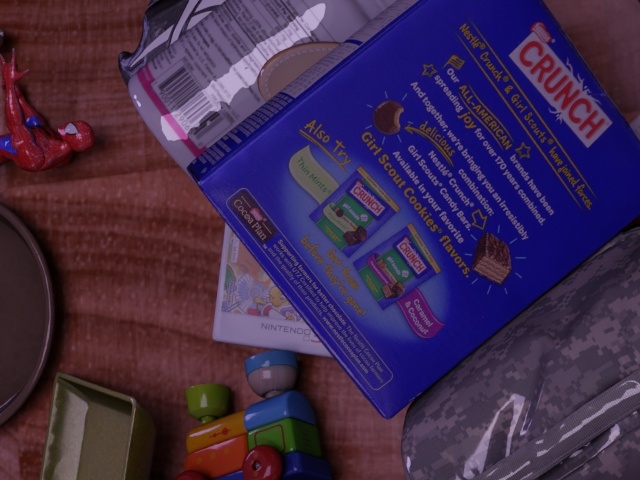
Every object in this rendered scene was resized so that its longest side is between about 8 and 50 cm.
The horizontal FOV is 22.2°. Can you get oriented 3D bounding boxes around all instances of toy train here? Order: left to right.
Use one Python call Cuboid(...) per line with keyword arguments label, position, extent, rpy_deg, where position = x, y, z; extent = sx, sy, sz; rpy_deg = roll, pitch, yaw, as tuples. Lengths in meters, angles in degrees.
Cuboid(label="toy train", position=(-0.112, 0.208, 1.613), extent=(0.248, 0.105, 0.143), rpy_deg=(-22, 62, 27))

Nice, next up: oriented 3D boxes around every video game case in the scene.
Cuboid(label="video game case", position=(0.000, 0.000, 1.608), extent=(0.206, 0.026, 0.227), rpy_deg=(6, 89, 23))

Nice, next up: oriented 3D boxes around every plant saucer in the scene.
Cuboid(label="plant saucer", position=(-0.400, 0.082, 1.764), extent=(0.277, 0.041, 0.278), rpy_deg=(-2, 85, 22))
Cuboid(label="plant saucer", position=(-0.223, 0.239, 1.641), extent=(0.188, 0.045, 0.188), rpy_deg=(8, 90, 57))

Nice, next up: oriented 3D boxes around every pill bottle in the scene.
Cuboid(label="pill bottle", position=(-0.029, -0.175, 1.546), extent=(0.283, 0.160, 0.160), rpy_deg=(-38, 73, 5))

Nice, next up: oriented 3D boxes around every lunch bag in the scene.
Cuboid(label="lunch bag", position=(0.221, 0.143, 1.370), extent=(0.305, 0.256, 0.213), rpy_deg=(-36, 83, 17))

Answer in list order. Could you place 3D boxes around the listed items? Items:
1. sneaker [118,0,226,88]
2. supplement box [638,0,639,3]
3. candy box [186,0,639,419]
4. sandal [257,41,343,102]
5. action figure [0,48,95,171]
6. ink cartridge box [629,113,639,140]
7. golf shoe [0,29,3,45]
Cuboid(label="sneaker", position=(-0.123, -0.230, 1.647), extent=(0.234, 0.078, 0.106), rpy_deg=(-48, 69, 13))
Cuboid(label="supplement box", position=(0.358, -0.265, 1.420), extent=(0.188, 0.104, 0.081), rpy_deg=(-36, 106, 16))
Cuboid(label="candy box", position=(0.091, -0.053, 1.386), extent=(0.317, 0.122, 0.268), rpy_deg=(-38, 105, -2))
Cuboid(label="sandal", position=(0.062, -0.107, 1.475), extent=(0.088, 0.240, 0.079), rpy_deg=(-59, 32, 19))
Cuboid(label="action figure", position=(-0.367, -0.128, 1.732), extent=(0.280, 0.091, 0.139), rpy_deg=(-4, 97, 23))
Cuboid(label="ink cartridge box", position=(0.346, -0.097, 1.452), extent=(0.135, 0.056, 0.099), rpy_deg=(-43, 72, 15))
Cuboid(label="golf shoe", position=(-0.419, -0.196, 1.788), extent=(0.176, 0.069, 0.086), rpy_deg=(-1, 106, 26))
